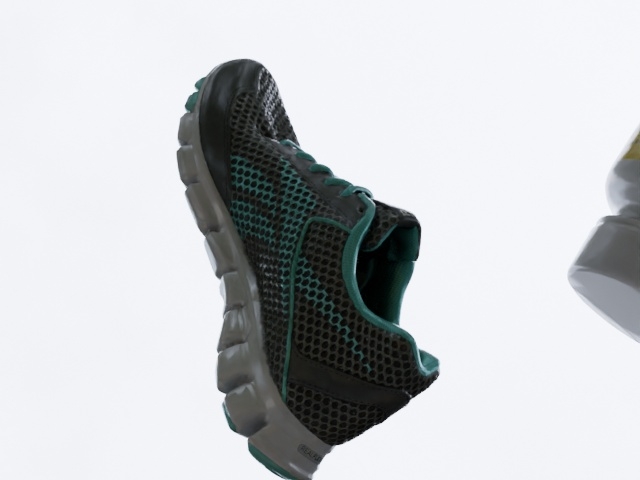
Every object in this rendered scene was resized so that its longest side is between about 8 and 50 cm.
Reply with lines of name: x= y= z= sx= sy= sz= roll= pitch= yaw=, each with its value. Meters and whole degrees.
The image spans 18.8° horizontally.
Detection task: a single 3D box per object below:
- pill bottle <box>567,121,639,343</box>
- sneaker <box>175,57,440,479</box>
pill bottle: x=0.225 y=-0.042 z=1.021 sx=0.119 sy=0.119 sz=0.208 roll=37 pitch=-102 yaw=-12
sneaker: x=0.000 y=0.000 z=0.677 sx=0.076 sy=0.166 sz=0.065 roll=-26 pitch=-32 yaw=20
